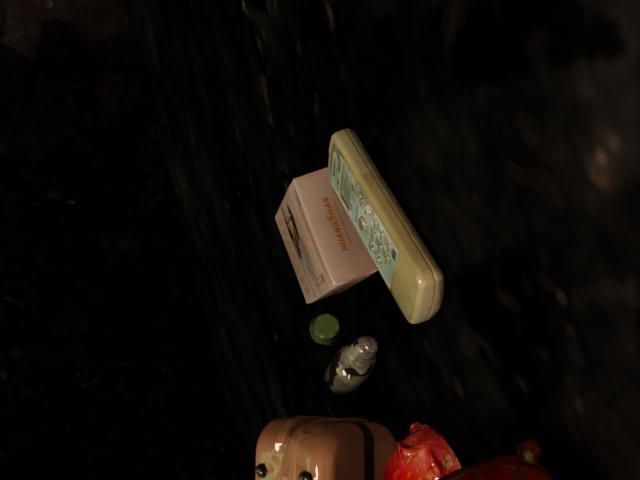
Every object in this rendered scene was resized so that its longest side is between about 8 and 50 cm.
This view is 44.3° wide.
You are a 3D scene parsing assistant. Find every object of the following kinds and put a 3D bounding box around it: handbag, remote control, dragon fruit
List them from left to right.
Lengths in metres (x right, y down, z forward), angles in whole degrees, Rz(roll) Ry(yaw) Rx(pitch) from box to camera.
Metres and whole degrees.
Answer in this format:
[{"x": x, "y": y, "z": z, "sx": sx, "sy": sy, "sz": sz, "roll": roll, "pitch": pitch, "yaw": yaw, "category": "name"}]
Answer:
[{"x": 0.032, "y": 0.409, "z": 1.170, "sx": 0.149, "sy": 0.283, "sz": 0.301, "roll": -7, "pitch": 79, "yaw": 35, "category": "handbag"}, {"x": 0.068, "y": -0.018, "z": 0.890, "sx": 0.098, "sy": 0.038, "sz": 0.233, "roll": 94, "pitch": 154, "yaw": -55, "category": "remote control"}, {"x": 0.115, "y": 0.316, "z": 0.998, "sx": 0.153, "sy": 0.111, "sz": 0.153, "roll": 164, "pitch": 90, "yaw": -72, "category": "dragon fruit"}]

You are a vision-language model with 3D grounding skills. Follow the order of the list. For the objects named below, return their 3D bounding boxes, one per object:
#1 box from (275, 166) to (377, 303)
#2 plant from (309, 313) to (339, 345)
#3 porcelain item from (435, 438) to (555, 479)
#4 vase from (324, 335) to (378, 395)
[{"x": 0.000, "y": 0.000, "z": 1.087, "sx": 0.233, "sy": 0.067, "sz": 0.149, "roll": 133, "pitch": 114, "yaw": -76, "category": "box"}, {"x": 0.005, "y": 0.148, "z": 1.297, "sx": 0.102, "sy": 0.051, "sz": 0.051, "roll": 104, "pitch": 144, "yaw": -74, "category": "plant"}, {"x": 0.159, "y": 0.286, "z": 0.692, "sx": 0.253, "sy": 0.253, "sz": 0.252, "roll": 161, "pitch": 90, "yaw": -75, "category": "porcelain item"}, {"x": 0.048, "y": 0.180, "z": 1.158, "sx": 0.211, "sy": 0.060, "sz": 0.059, "roll": 109, "pitch": 140, "yaw": -66, "category": "vase"}]
